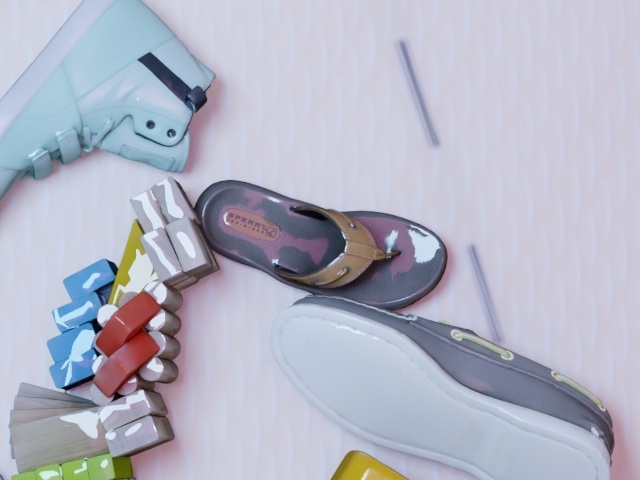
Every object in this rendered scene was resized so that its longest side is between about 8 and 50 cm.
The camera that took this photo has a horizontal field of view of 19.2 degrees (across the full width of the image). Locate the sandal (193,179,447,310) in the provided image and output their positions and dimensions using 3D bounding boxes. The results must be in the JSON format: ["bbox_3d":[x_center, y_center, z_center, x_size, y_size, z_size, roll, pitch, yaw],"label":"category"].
[{"bbox_3d":[0.000,0.000,1.597,0.219,0.060,0.090,20,83,-4],"label":"sandal"}]

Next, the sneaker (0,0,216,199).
[{"bbox_3d":[-0.195,-0.077,1.568,0.151,0.094,0.256,38,83,-4],"label":"sneaker"}]

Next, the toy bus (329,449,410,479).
[{"bbox_3d":[-0.005,0.345,1.540,0.130,0.108,0.333,32,82,-2],"label":"toy bus"}]

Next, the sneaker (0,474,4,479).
[{"bbox_3d":[-0.370,0.271,1.510,0.271,0.108,0.100,-41,93,-6],"label":"sneaker"}]

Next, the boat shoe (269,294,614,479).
[{"bbox_3d":[0.104,0.123,1.583,0.305,0.091,0.109,26,125,1],"label":"boat shoe"}]

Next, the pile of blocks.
[{"bbox_3d":[-0.182,0.118,1.527,0.149,0.112,0.362,11,85,6],"label":"pile of blocks"}]
